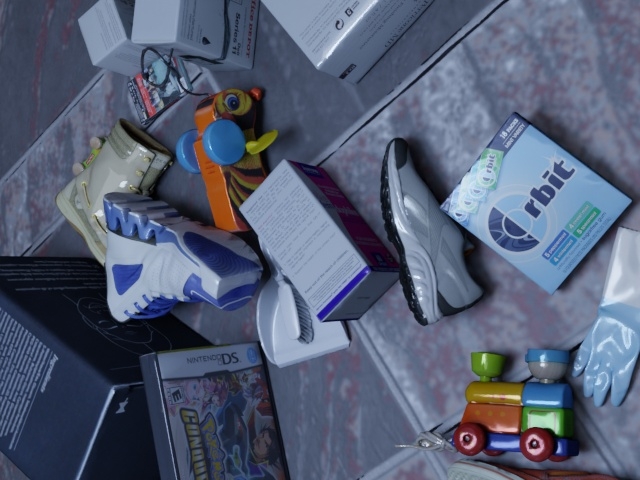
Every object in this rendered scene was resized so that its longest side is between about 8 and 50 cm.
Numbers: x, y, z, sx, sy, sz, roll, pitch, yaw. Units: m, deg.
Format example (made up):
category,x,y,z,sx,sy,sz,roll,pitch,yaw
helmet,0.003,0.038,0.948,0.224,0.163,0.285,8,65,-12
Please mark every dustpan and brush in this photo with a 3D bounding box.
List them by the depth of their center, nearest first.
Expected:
category,x,y,z,sx,sy,sz,roll,pitch,yaw
dustpan and brush,-0.051,0.079,1.340,0.147,0.060,0.211,-21,77,29

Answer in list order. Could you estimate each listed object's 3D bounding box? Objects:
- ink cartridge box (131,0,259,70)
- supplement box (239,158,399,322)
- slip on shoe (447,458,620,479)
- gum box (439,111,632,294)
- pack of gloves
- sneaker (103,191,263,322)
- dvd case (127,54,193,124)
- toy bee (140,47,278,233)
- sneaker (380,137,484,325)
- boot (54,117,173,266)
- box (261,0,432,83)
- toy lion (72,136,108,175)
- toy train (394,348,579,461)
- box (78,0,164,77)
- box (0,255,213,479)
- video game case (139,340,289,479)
category,x,y,z,sx,sy,sz,roll,pitch,yaw
ink cartridge box,-0.186,-0.356,1.357,0.087,0.208,0.153,6,92,28
supplement box,0.000,0.000,1.283,0.114,0.111,0.220,-47,66,21
slip on shoe,0.305,0.338,1.098,0.331,0.101,0.123,2,114,44
gum box,0.275,-0.049,1.132,0.184,0.041,0.157,39,108,9
pack of gloves,0.417,0.119,1.064,0.195,0.046,0.232,20,98,29
sneaker,-0.230,0.059,1.353,0.315,0.127,0.182,27,112,36
dvd case,-0.280,-0.266,1.523,0.119,0.013,0.087,-31,73,28
toy bee,-0.136,-0.170,1.364,0.195,0.162,0.298,17,126,39
sneaker,0.147,-0.019,1.217,0.108,0.100,0.271,-14,71,-3
boot,-0.311,-0.059,1.488,0.262,0.095,0.203,46,104,20
box,0.032,-0.359,1.275,0.181,0.119,0.182,-46,67,21
toy lion,-0.385,-0.132,1.573,0.096,0.034,0.100,46,111,16
toy train,0.211,0.211,1.158,0.248,0.105,0.143,-2,76,31
box,-0.341,-0.351,1.512,0.087,0.101,0.102,-31,71,27
box,-0.384,0.203,1.402,0.395,0.293,0.212,30,104,29
video game case,-0.143,0.289,1.276,0.035,0.248,0.274,-18,78,30
